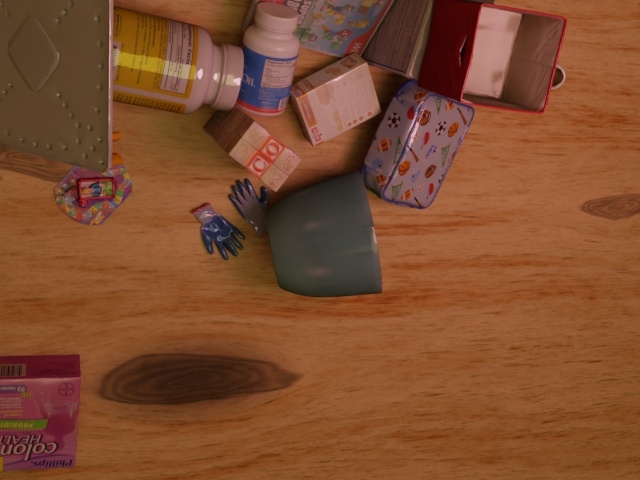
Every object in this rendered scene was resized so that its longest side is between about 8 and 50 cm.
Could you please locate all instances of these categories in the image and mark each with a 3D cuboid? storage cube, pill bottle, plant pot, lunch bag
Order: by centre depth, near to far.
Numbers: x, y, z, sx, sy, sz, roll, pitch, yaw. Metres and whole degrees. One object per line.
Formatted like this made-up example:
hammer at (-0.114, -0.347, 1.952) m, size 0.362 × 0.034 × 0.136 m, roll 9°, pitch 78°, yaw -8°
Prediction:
storage cube at (0.327, -0.360, 1.500) m, size 0.215 × 0.193 × 0.183 m, roll 3°, pitch 109°, yaw -21°
pill bottle at (-0.338, -0.366, 1.596) m, size 0.334 × 0.188 × 0.187 m, roll 8°, pitch 106°, yaw -22°
pill bottle at (-0.113, -0.392, 1.668) m, size 0.124 × 0.124 × 0.221 m, roll 1°, pitch 126°, yaw -19°
plant pot at (0.000, 0.000, 1.802) m, size 0.235 × 0.293 × 0.293 m, roll -10°, pitch 112°, yaw -1°
lunch bag at (0.233, -0.219, 1.855) m, size 0.243 × 0.115 × 0.303 m, roll 6°, pitch 115°, yaw -48°

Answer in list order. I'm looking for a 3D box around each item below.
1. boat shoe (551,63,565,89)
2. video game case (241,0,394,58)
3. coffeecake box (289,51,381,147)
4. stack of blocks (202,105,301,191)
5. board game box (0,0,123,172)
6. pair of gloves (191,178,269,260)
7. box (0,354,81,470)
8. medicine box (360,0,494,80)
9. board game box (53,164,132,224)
boat shoe at (0.432, -0.415, 1.859) m, size 0.367 × 0.156 × 0.135 m, roll 8°, pitch 106°, yaw -22°
video game case at (-0.006, -0.499, 1.686) m, size 0.285 × 0.025 × 0.204 m, roll 9°, pitch 144°, yaw -22°
coffeecake box at (0.032, -0.324, 1.787) m, size 0.186 × 0.068 × 0.142 m, roll -29°, pitch 132°, yaw -8°
stack of blocks at (-0.137, -0.199, 1.664) m, size 0.171 × 0.297 × 0.087 m, roll 36°, pitch 94°, yaw -25°
board game box at (-0.528, -0.355, 1.468) m, size 0.050 × 0.390 × 0.389 m, roll -24°, pitch 124°, yaw -56°
pair of gloves at (-0.201, -0.051, 1.849) m, size 0.198 × 0.023 × 0.159 m, roll -33°, pitch 116°, yaw -5°
box at (-0.676, 0.399, 1.796) m, size 0.214 × 0.117 × 0.242 m, roll 3°, pitch 108°, yaw -20°
medicine box at (0.231, -0.487, 1.690) m, size 0.149 × 0.289 × 0.263 m, roll 11°, pitch 105°, yaw -22°
board game box at (-0.502, -0.108, 1.719) m, size 0.168 × 0.033 × 0.133 m, roll -46°, pitch 116°, yaw 2°
